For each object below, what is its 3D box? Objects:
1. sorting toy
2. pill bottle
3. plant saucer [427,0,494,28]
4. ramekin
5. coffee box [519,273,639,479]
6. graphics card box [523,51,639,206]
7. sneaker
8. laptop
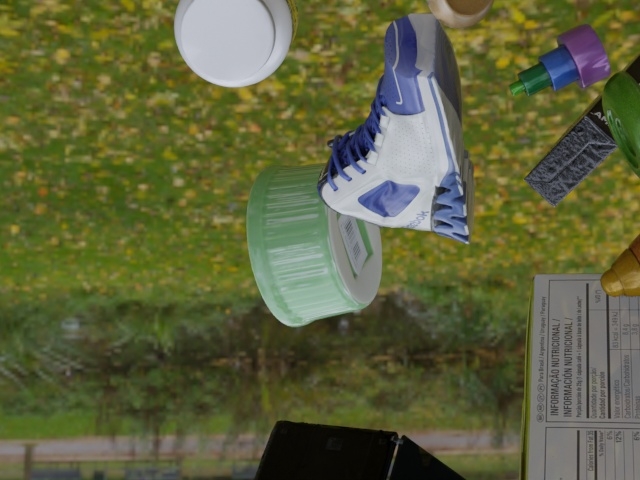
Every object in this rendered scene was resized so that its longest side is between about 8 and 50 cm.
[{"bbox_3d":[0.287,-0.072,1.060,0.126,0.365,0.127,-26,141,7],"label":"sorting toy"},{"bbox_3d":[-0.135,-0.353,1.717,0.188,0.188,0.334,-2,-163,2],"label":"pill bottle"},{"bbox_3d":[0.144,-0.253,1.046,0.083,0.083,0.015,6,-171,-26],"label":"plant saucer"},{"bbox_3d":[0.000,0.000,1.924,0.148,0.303,0.303,-9,164,23],"label":"ramekin"},{"bbox_3d":[0.392,0.262,1.121,0.334,0.338,0.337,-1,143,15],"label":"coffee box"},{"bbox_3d":[0.580,-0.247,2.118,0.371,0.094,0.233,-42,174,-37],"label":"graphics card box"},{"bbox_3d":[0.076,-0.103,1.220,0.182,0.127,0.315,-2,142,13],"label":"sneaker"},{"bbox_3d":[0.047,0.360,1.275,0.264,0.234,0.136,1,135,22],"label":"laptop"}]
